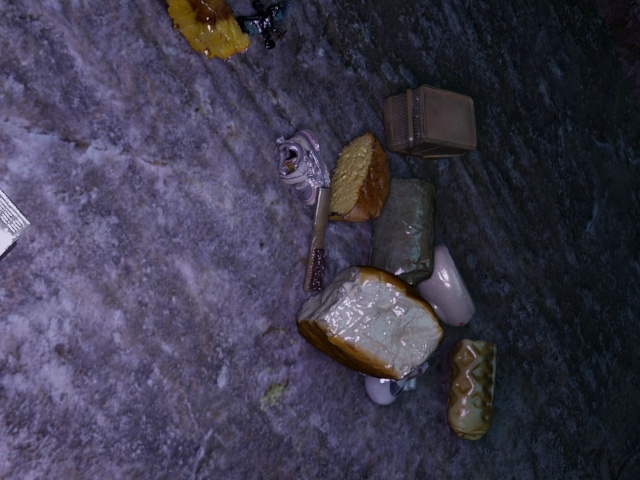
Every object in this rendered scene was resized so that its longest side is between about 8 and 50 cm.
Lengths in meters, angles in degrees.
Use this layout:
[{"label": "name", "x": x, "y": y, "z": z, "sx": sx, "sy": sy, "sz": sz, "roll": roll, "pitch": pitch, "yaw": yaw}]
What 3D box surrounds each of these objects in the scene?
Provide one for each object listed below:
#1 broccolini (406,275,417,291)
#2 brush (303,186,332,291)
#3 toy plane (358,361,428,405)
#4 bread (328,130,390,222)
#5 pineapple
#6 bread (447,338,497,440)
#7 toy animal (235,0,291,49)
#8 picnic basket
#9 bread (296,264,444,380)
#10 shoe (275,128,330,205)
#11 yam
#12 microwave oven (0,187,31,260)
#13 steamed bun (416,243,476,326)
[{"label": "broccolini", "x": 0.243, "y": 0.158, "z": 1.984, "sx": 0.239, "sy": 0.051, "sz": 0.054, "roll": 73, "pitch": 6, "yaw": -55}, {"label": "brush", "x": 0.000, "y": 0.000, "z": 1.790, "sx": 0.043, "sy": 0.036, "sz": 0.248, "roll": -2, "pitch": 104, "yaw": -48}, {"label": "toy plane", "x": 0.175, "y": 0.282, "z": 1.923, "sx": 0.252, "sy": 0.118, "sz": 0.252, "roll": 6, "pitch": 81, "yaw": -43}, {"label": "bread", "x": 0.101, "y": -0.129, "z": 1.906, "sx": 0.134, "sy": 0.129, "sz": 0.260, "roll": 42, "pitch": 57, "yaw": -34}, {"label": "pineapple", "x": -0.251, "y": -0.460, "z": 1.601, "sx": 0.079, "sy": 0.135, "sz": 0.233, "roll": -43, "pitch": 105, "yaw": -31}, {"label": "bread", "x": 0.413, "y": 0.412, "z": 2.138, "sx": 0.152, "sy": 0.130, "sz": 0.268, "roll": 22, "pitch": 69, "yaw": -47}, {"label": "toy animal", "x": -0.128, "y": -0.499, "z": 1.789, "sx": 0.108, "sy": 0.062, "sz": 0.220, "roll": 53, "pitch": 49, "yaw": -2}, {"label": "picnic basket", "x": 0.300, "y": -0.318, "z": 2.131, "sx": 0.266, "sy": 0.139, "sz": 0.165, "roll": 2, "pitch": 82, "yaw": -46}, {"label": "bread", "x": 0.117, "y": 0.184, "z": 1.728, "sx": 0.279, "sy": 0.250, "sz": 0.225, "roll": 38, "pitch": 74, "yaw": -10}, {"label": "shoe", "x": -0.045, "y": -0.166, "z": 1.787, "sx": 0.092, "sy": 0.089, "sz": 0.180, "roll": -14, "pitch": 91, "yaw": -47}, {"label": "yam", "x": 0.209, "y": -0.013, "z": 1.976, "sx": 0.168, "sy": 0.168, "sz": 0.304, "roll": 19, "pitch": 69, "yaw": -43}, {"label": "microwave oven", "x": -0.552, "y": -0.031, "z": 1.157, "sx": 0.163, "sy": 0.205, "sz": 0.129, "roll": 54, "pitch": 50, "yaw": -27}, {"label": "steamed bun", "x": 0.319, "y": 0.126, "z": 2.069, "sx": 0.177, "sy": 0.131, "sz": 0.228, "roll": -60, "pitch": 125, "yaw": -80}]
